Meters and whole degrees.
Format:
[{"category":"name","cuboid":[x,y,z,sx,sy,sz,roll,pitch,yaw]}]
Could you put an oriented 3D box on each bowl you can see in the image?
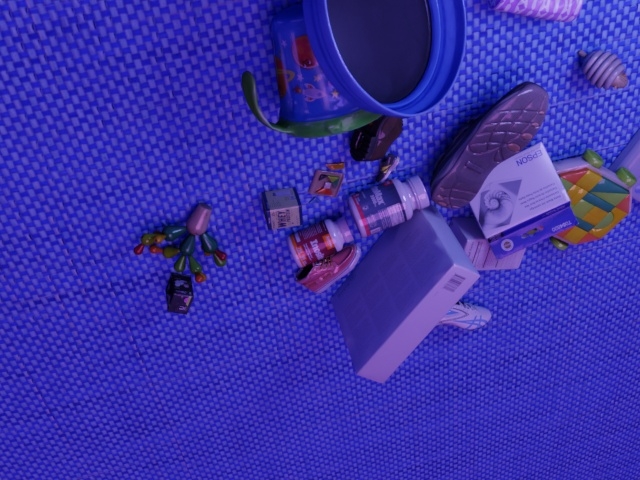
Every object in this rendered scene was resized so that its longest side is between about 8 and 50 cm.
[{"category":"bowl","cuboid":[0.125,-0.422,1.314,0.391,0.077,0.391,-1,92,-42]}]

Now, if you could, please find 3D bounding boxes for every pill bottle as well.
[{"category":"pill bottle","cuboid":[0.163,-0.087,1.700,0.180,0.108,0.108,-22,129,0]},{"category":"pill bottle","cuboid":[0.000,0.000,1.732,0.152,0.086,0.086,-24,129,2]}]

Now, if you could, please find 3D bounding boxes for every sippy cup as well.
[{"category":"sippy cup","cuboid":[0.007,-0.351,1.395,0.240,0.305,0.224,3,123,29]}]

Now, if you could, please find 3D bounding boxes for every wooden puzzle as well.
[{"category":"wooden puzzle","cuboid":[0.015,-0.135,1.681,0.078,0.014,0.116,2,126,-17]}]

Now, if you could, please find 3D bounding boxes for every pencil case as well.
[{"category":"pencil case","cuboid":[0.450,-0.510,1.475,0.206,0.086,0.088,1,141,-17]}]

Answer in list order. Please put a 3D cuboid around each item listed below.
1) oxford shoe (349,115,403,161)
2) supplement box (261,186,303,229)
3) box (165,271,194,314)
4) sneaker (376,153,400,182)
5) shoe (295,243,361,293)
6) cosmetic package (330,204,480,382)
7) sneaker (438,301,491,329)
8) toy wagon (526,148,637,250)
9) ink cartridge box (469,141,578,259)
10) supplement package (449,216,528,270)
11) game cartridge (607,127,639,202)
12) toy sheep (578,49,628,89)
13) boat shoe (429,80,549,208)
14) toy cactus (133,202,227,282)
[{"category":"oxford shoe","cuboid":[0.148,-0.280,1.580,0.096,0.083,0.227,0,129,-39]},{"category":"supplement box","cuboid":[-0.090,-0.075,1.651,0.083,0.083,0.056,-9,127,-8]},{"category":"box","cuboid":[-0.345,0.130,1.732,0.052,0.083,0.062,11,122,-23]},{"category":"sneaker","cuboid":[0.155,-0.175,1.686,0.035,0.031,0.083,35,118,-7]},{"category":"shoe","cuboid":[0.017,0.063,1.798,0.081,0.063,0.178,29,118,-38]},{"category":"cosmetic package","cuboid":[0.193,0.120,1.753,0.097,0.284,0.377,23,118,-31]},{"category":"sneaker","cuboid":[0.388,0.199,2.000,0.237,0.085,0.086,5,117,-23]},{"category":"toy wagon","cuboid":[0.628,-0.111,1.817,0.344,0.068,0.267,22,125,-22]},{"category":"ink cartridge box","cuboid":[0.485,-0.094,1.732,0.223,0.045,0.224,-26,88,11]},{"category":"supplement package","cuboid":[0.431,0.007,1.851,0.179,0.105,0.105,-1,127,-15]},{"category":"game cartridge","cuboid":[0.913,-0.184,1.881,0.297,0.062,0.198,16,116,-26]},{"category":"toy sheep","cuboid":[0.642,-0.391,1.613,0.091,0.132,0.091,-46,162,-19]},{"category":"boat shoe","cuboid":[0.369,-0.235,1.637,0.132,0.130,0.355,27,121,-27]},{"category":"toy cactus","cuboid":[-0.306,0.000,1.646,0.219,0.112,0.181,21,108,-19]}]
